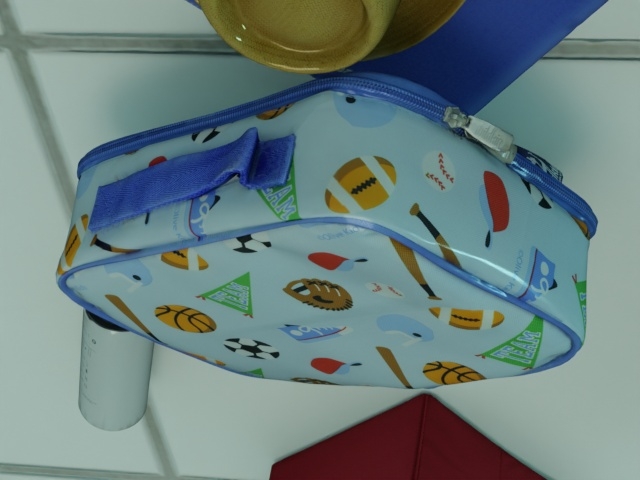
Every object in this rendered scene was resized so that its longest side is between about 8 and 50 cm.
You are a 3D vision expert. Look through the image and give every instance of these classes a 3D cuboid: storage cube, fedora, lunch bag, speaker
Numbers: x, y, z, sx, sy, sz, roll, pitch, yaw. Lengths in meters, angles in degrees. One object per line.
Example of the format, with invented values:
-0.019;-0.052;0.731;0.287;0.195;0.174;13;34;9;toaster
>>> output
0.071;0.266;1.208;0.183;0.193;0.215;36;134;-26;storage cube
-0.011;-0.144;0.768;0.194;0.079;0.194;7;139;6;fedora
0.000;0.000;0.916;0.243;0.115;0.303;29;151;-37;lunch bag
-0.152;0.085;1.157;0.055;0.055;0.136;12;140;-1;speaker

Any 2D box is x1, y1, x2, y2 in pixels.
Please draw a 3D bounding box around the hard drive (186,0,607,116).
0.074;-0.189;0.791;0.210;0.040;0.318;29;137;-20;hard drive
